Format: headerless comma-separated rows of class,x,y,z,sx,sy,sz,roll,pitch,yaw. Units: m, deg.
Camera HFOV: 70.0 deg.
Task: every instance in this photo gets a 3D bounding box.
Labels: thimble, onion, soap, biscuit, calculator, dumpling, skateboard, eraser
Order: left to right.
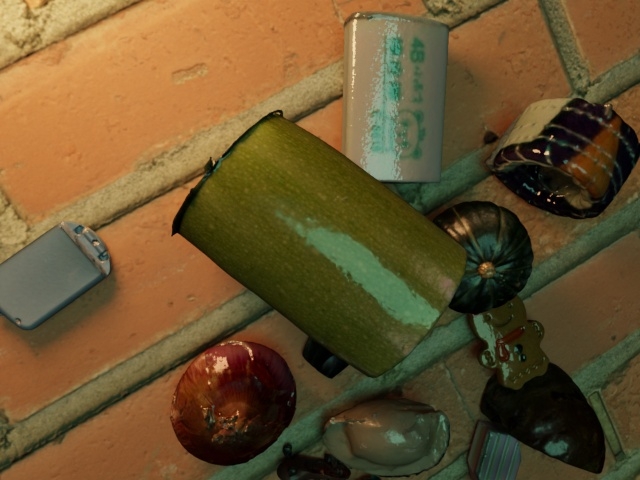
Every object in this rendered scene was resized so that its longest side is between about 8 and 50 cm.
calculator,-0.460,0.059,0.770,0.210,0.039,0.121,-38,101,-5
onion,-0.145,0.294,0.806,0.230,0.163,0.229,0,90,-18
skateboard,-0.014,0.469,0.912,0.152,0.067,0.080,17,102,-18
dumpling,0.129,0.393,0.897,0.247,0.142,0.172,-4,101,10
eraser,0.132,-0.249,0.836,0.189,0.104,0.289,-1,97,-16
soap,0.379,0.481,0.999,0.100,0.056,0.148,13,93,-12
biscuit,0.392,0.196,0.960,0.166,0.036,0.225,-23,89,-12
thimble,0.448,-0.153,0.864,0.237,0.237,0.150,37,83,-14

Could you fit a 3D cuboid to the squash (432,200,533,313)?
squash,0.288,0.032,0.866,0.218,0.172,0.218,-3,104,-12

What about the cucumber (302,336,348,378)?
cucumber,0.056,0.177,0.884,0.115,0.086,0.193,38,94,-16

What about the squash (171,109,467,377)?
squash,0.000,0.000,0.720,0.384,0.263,0.263,37,88,-2

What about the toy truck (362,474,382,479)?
toy truck,0.050,0.545,0.935,0.175,0.081,0.067,-30,103,-27

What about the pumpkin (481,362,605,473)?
pumpkin,0.526,0.375,0.977,0.313,0.148,0.169,26,92,-16
